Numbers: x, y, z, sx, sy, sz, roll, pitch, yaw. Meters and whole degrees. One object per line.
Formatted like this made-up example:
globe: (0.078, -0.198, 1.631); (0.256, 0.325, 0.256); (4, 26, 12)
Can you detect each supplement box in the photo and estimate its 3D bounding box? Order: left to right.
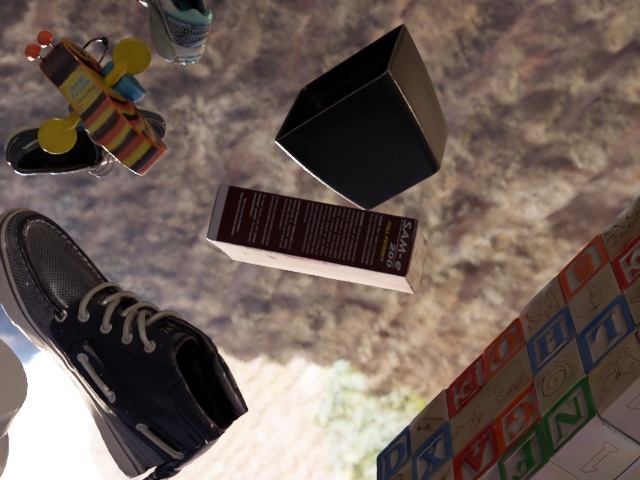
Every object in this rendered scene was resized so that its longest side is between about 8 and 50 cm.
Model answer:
supplement box: (0.000, 0.000, 1.396); (0.239, 0.073, 0.130); (10, -10, 13)

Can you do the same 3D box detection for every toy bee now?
toy bee: (-0.339, -0.212, 1.649); (0.162, 0.298, 0.195); (32, -94, -49)

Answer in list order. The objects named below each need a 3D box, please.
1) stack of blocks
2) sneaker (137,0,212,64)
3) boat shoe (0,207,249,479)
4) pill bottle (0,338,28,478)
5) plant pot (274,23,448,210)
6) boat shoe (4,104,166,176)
stack of blocks: (0.163, 0.130, 0.805); (0.297, 0.087, 0.171); (-49, 16, 23)
sneaker: (-0.253, -0.441, 1.986); (0.110, 0.283, 0.122); (-16, -23, -38)
boat shoe: (-0.209, 0.089, 1.246); (0.158, 0.340, 0.127); (-30, 7, 38)
pill bottle: (-0.396, 0.217, 1.101); (0.169, 0.169, 0.301); (0, -46, -52)
plant pot: (0.075, -0.157, 1.625); (0.187, 0.167, 0.188); (-29, 21, 25)
boat shoe: (-0.356, -0.150, 1.819); (0.254, 0.079, 0.095); (-8, -57, -21)
